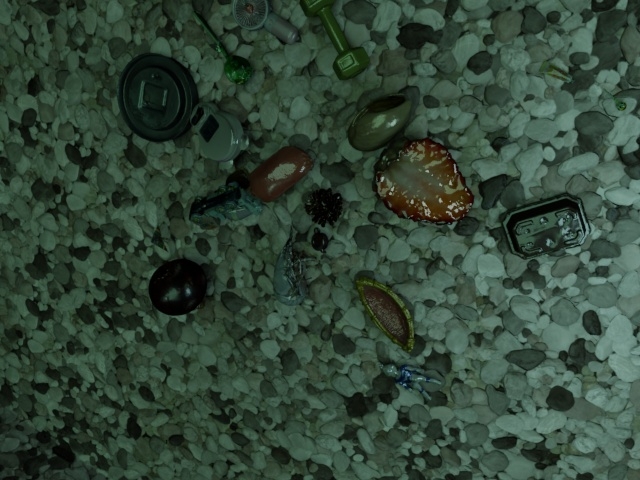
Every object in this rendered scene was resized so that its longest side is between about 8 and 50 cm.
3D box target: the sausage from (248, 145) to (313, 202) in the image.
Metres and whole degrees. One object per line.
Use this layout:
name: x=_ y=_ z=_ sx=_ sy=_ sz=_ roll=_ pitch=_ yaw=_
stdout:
sausage: x=-0.146 y=-0.235 z=1.772 sx=0.254 sy=0.148 sz=0.148 roll=-39 pitch=91 yaw=17

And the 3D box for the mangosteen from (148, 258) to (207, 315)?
mangosteen: x=-0.543 y=0.205 z=1.988 sx=0.235 sy=0.235 sz=0.261 roll=-15 pitch=133 yaw=20

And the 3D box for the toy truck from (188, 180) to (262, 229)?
toy truck: x=-0.353 y=-0.117 z=1.877 sx=0.256 sy=0.108 sz=0.140 roll=-19 pitch=141 yaw=24

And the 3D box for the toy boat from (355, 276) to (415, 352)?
toy boat: x=0.236 y=0.254 z=1.809 sx=0.141 sy=0.099 sz=0.318 roll=-37 pitch=89 yaw=19

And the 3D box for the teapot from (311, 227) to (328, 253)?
teapot: x=0.000 y=0.000 z=1.841 sx=0.068 sy=0.045 sz=0.100 roll=-23 pitch=79 yaw=43

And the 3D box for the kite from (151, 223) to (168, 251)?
kite: x=-0.659 y=-0.005 z=2.065 sx=0.090 sy=0.004 sz=0.122 roll=-8 pitch=102 yaw=20

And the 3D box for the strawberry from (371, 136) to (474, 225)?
strawberry: x=0.333 y=-0.187 z=1.643 sx=0.336 sy=0.149 sz=0.265 roll=33 pitch=105 yaw=-5

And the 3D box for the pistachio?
pistachio: x=0.192 y=-0.379 z=1.634 sx=0.238 sy=0.153 sz=0.138 roll=-42 pitch=50 yaw=20

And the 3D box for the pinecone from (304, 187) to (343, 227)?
pinecone: x=0.008 y=-0.117 z=1.753 sx=0.121 sy=0.140 sz=0.140 roll=16 pitch=116 yaw=-33

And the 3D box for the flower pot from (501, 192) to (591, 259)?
flower pot: x=0.711 y=-0.033 z=1.589 sx=0.251 sy=0.084 sz=0.179 roll=-18 pitch=98 yaw=21

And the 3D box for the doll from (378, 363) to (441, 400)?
doll: x=0.325 y=0.503 z=1.871 sx=0.227 sy=0.057 sz=0.114 roll=24 pitch=117 yaw=0

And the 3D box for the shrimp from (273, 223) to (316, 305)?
shrimp: x=-0.100 y=0.091 z=1.858 sx=0.145 sy=0.116 sz=0.343 roll=10 pitch=114 yaw=14

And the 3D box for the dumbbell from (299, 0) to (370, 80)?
dumbbell: x=0.045 y=-0.665 z=1.611 sx=0.121 sy=0.108 sz=0.302 roll=-27 pitch=95 yaw=22

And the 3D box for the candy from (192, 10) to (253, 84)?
candy: x=-0.351 y=-0.677 z=1.760 sx=0.097 sy=0.097 sz=0.323 roll=-39 pitch=82 yaw=22

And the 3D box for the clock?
clock: x=-0.602 y=-0.527 z=1.874 sx=0.319 sy=0.066 sz=0.319 roll=5 pitch=106 yaw=17

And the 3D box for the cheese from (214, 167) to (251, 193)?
cheese: x=-0.332 y=-0.205 z=1.892 sx=0.162 sy=0.036 sz=0.086 roll=-25 pitch=102 yaw=22

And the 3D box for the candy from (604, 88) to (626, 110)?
candy: x=0.858 y=-0.412 z=1.477 sx=0.083 sy=0.023 sz=0.025 roll=46 pitch=153 yaw=9

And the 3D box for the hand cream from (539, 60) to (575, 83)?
hand cream: x=0.705 y=-0.495 z=1.500 sx=0.102 sy=0.022 sz=0.035 roll=32 pitch=116 yaw=12

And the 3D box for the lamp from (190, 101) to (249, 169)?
lamp: x=-0.363 y=-0.389 z=1.814 sx=0.179 sy=0.108 sz=0.246 roll=-43 pitch=82 yaw=26

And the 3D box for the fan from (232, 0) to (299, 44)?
fan: x=-0.179 y=-0.738 z=1.680 sx=0.244 sy=0.074 sz=0.130 roll=34 pitch=111 yaw=5
